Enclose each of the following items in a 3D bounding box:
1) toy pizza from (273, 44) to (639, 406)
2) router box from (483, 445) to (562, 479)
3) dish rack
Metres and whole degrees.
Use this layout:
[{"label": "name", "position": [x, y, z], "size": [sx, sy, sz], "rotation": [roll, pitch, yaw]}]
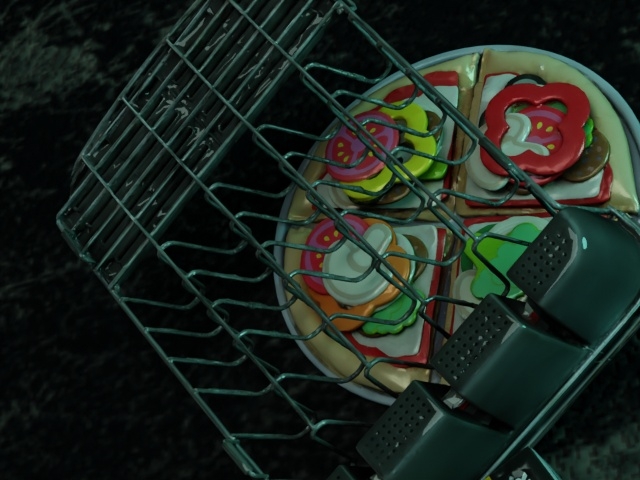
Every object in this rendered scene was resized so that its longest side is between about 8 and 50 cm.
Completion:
[{"label": "toy pizza", "position": [0.064, -0.014, 0.857], "size": [0.201, 0.032, 0.201], "rotation": [-12, 59, 21]}, {"label": "router box", "position": [0.090, 0.194, 0.721], "size": [0.133, 0.046, 0.179], "rotation": [-39, 53, 3]}, {"label": "dish rack", "position": [0.000, 0.000, 0.819], "size": [0.208, 0.074, 0.271], "rotation": [-49, 58, 10]}]
